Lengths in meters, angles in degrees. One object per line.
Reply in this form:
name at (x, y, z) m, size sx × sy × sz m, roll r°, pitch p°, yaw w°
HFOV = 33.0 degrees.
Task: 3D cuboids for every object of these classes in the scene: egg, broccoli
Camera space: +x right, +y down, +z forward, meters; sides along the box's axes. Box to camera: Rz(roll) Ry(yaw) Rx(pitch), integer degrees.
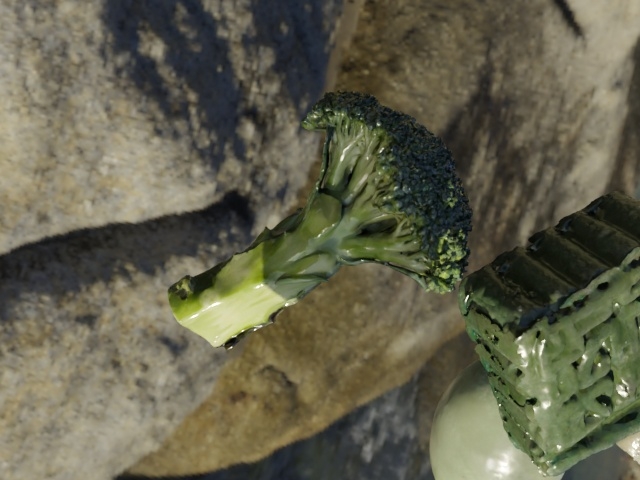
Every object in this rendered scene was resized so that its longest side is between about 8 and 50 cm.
egg at (0.327, 0.357, 1.958) m, size 0.258 × 0.258 × 0.352 m, roll -43°, pitch 149°, yaw -52°
broccoli at (-0.008, -0.021, 1.248) m, size 0.221 × 0.361 × 0.252 m, roll 35°, pitch 45°, yaw -61°

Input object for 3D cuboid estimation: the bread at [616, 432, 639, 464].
bread at (0.554, 0.269, 1.671) m, size 0.183 × 0.102 × 0.337 m, roll -52°, pitch 145°, yaw 10°

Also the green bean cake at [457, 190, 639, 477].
green bean cake at (0.292, 0.106, 1.163) m, size 0.241 × 0.132 × 0.255 m, roll -30°, pitch 122°, yaw -15°
